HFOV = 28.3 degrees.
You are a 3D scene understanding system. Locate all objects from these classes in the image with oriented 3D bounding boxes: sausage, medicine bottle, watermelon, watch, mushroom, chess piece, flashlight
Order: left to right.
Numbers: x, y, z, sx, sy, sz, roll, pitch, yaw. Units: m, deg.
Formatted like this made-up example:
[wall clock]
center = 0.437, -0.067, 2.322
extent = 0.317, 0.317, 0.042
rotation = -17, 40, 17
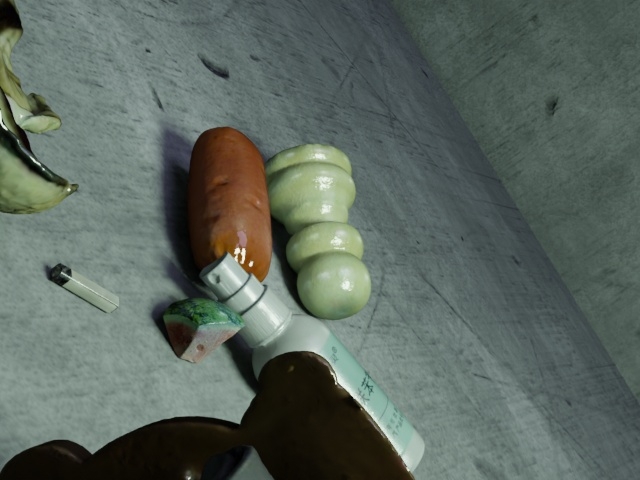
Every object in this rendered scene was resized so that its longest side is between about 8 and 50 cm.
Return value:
[mushroom]
center = -0.360, -0.163, 1.303
extent = 0.344, 0.130, 0.247
rotation = 67, 7, 27
[flashlight]
center = -0.249, 0.051, 1.344
extent = 0.083, 0.018, 0.018
rotation = 36, 28, -40
[watch]
center = -0.093, 0.262, 0.903
extent = 0.314, 0.335, 0.327
rotation = 54, 10, -3
[watermelon]
center = -0.131, 0.100, 1.460
extent = 0.084, 0.092, 0.072
rotation = -64, 158, -58
[sausage]
center = -0.119, -0.038, 1.649
extent = 0.113, 0.113, 0.259
rotation = 42, 25, -31
[medicine bottle]
center = -0.018, 0.158, 1.552
extent = 0.352, 0.110, 0.110
rotation = 50, 20, -14
[chess piece]
center = 0.000, 0.000, 1.842
extent = 0.144, 0.144, 0.251
rotation = 31, 37, -48
